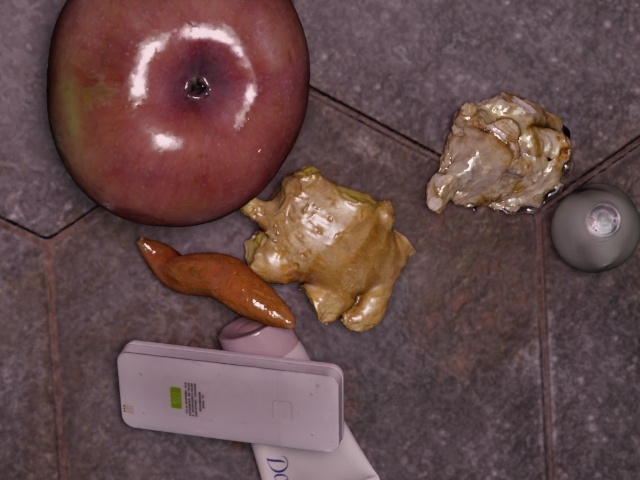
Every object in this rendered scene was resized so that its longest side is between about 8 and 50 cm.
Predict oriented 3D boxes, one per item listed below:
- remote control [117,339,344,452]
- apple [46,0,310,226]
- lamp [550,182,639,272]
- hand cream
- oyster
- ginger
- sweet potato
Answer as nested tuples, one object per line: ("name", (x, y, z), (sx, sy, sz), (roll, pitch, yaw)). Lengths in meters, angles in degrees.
("remote control", (-0.098, 0.169, 1.650), (0.250, 0.034, 0.103), (4, 117, 13))
("apple", (-0.148, -0.165, 1.581), (0.306, 0.235, 0.305), (0, 92, -13))
("lamp", (0.318, -0.014, 1.754), (0.105, 0.105, 0.105), (-1, 93, -12))
("hand cream", (-0.037, 0.201, 1.711), (0.133, 0.083, 0.247), (-24, 105, 1))
("oyster", (0.206, -0.088, 1.741), (0.191, 0.081, 0.163), (-44, 105, -3))
("ginger", (0.000, 0.000, 1.690), (0.216, 0.102, 0.157), (29, 103, -15))
("sweet potato", (-0.111, 0.044, 1.660), (0.202, 0.055, 0.058), (22, 65, 21))
